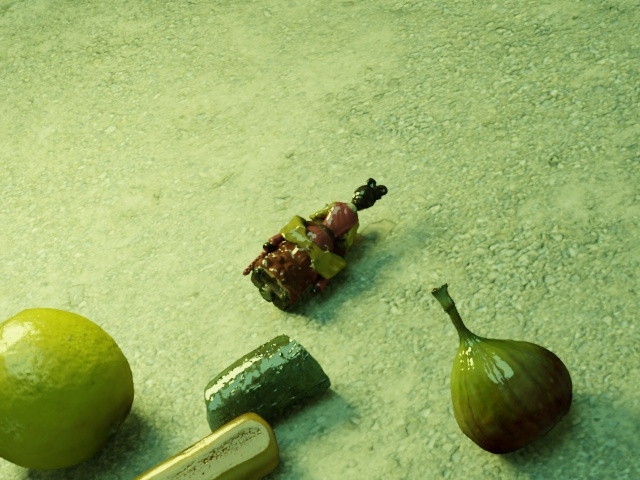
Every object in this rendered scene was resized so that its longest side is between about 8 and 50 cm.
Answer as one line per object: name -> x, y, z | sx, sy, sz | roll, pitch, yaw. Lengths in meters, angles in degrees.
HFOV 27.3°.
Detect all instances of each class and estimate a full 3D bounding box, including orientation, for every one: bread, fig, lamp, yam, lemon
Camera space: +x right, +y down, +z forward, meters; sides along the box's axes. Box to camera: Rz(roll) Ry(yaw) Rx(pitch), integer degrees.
bread -> -0.166, 0.331, 1.825 | 0.239, 0.074, 0.092 | -30, 60, -7
fig -> 0.219, 0.171, 1.735 | 0.160, 0.143, 0.231 | -42, 71, -13
lamp -> 0.000, 0.000, 2.086 | 0.118, 0.118, 0.253 | 23, 59, 42
yam -> -0.088, 0.212, 1.903 | 0.183, 0.107, 0.107 | -32, 40, -5
lemon -> -0.387, 0.228, 1.939 | 0.219, 0.240, 0.240 | 28, 59, 17
